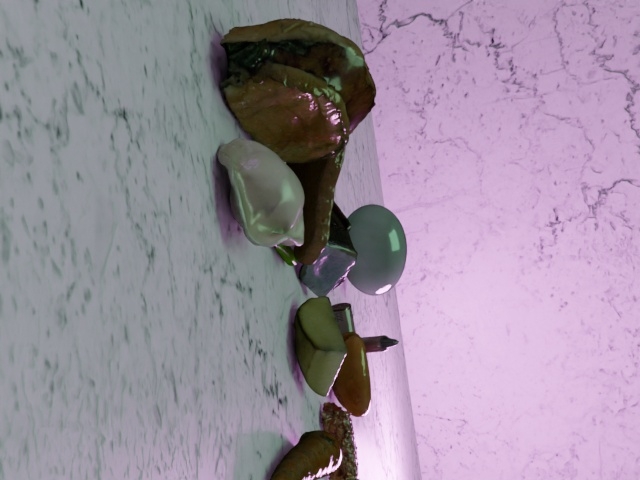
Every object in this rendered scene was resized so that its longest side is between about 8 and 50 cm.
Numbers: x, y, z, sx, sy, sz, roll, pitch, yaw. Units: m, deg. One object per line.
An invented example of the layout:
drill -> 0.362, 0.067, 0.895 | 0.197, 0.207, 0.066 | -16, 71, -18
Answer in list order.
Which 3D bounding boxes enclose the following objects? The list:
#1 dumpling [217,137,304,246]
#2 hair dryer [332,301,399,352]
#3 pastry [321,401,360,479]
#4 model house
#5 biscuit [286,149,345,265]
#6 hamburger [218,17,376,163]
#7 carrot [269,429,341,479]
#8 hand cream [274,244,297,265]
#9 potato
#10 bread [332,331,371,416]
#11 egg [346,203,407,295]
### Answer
dumpling -> -0.077, -0.047, 1.163 | 0.134, 0.099, 0.169 | -78, 158, -53
hair dryer -> 0.105, 0.241, 1.806 | 0.220, 0.053, 0.195 | 6, -72, 55
pastry -> 0.041, 0.395, 1.652 | 0.087, 0.063, 0.170 | -12, 96, -78
model house -> -0.003, 0.005, 1.616 | 0.165, 0.106, 0.152 | -58, -146, 42
biscuit -> -0.009, -0.111, 1.470 | 0.183, 0.047, 0.320 | 134, -37, -51
hamburger -> -0.024, -0.222, 1.277 | 0.309, 0.211, 0.133 | 65, 25, -65
carrot -> -0.030, 0.345, 1.281 | 0.298, 0.078, 0.078 | 2, 81, -76
hand cream -> -0.062, 0.013, 1.424 | 0.122, 0.023, 0.036 | 60, 24, -65
potato -> -0.020, 0.185, 1.497 | 0.149, 0.081, 0.120 | -110, -145, -50
bread -> 0.059, 0.280, 1.761 | 0.114, 0.077, 0.189 | -128, -153, -66
egg -> 0.129, 0.024, 2.094 | 0.168, 0.167, 0.231 | -69, 157, -69
